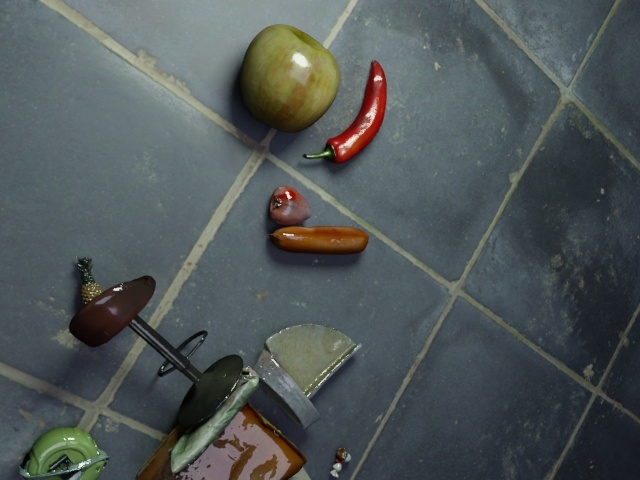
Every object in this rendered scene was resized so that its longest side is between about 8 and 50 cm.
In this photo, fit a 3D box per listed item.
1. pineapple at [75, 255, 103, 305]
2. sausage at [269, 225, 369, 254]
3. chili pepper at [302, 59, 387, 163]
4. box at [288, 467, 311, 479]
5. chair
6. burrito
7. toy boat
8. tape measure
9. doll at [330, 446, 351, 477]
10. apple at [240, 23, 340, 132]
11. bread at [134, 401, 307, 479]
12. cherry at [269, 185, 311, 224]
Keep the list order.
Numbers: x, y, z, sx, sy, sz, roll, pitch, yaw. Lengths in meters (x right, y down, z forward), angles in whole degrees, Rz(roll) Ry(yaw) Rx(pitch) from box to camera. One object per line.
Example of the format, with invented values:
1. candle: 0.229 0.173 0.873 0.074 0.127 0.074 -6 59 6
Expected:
1. pineapple: -0.567 0.096 1.438 0.058 0.058 0.124 -8 93 -23
2. sausage: 0.000 0.000 1.656 0.300 0.089 0.083 0 102 -24
3. chili pepper: 0.101 -0.338 1.674 0.137 0.092 0.368 35 74 -4
4. box: -0.092 0.705 1.670 0.129 0.130 0.051 10 97 -25
5. chair: -0.401 0.246 1.429 0.226 0.226 0.401 -47 112 -12
6. burrito: -0.263 0.445 1.447 0.066 0.096 0.309 47 72 -17
7. toy boat: -0.059 0.359 1.673 0.276 0.111 0.293 37 68 -23
8. tape measure: -0.630 0.550 1.427 0.200 0.106 0.175 -28 110 -21
9. doll: 0.058 0.677 1.788 0.085 0.040 0.058 -44 121 -14
10. apple: -0.081 -0.409 1.497 0.257 0.257 0.234 16 122 -25
11. bread: -0.254 0.588 1.542 0.323 0.143 0.333 41 78 -2
12. cherry: -0.091 -0.089 1.606 0.126 0.087 0.106 44 71 -40
